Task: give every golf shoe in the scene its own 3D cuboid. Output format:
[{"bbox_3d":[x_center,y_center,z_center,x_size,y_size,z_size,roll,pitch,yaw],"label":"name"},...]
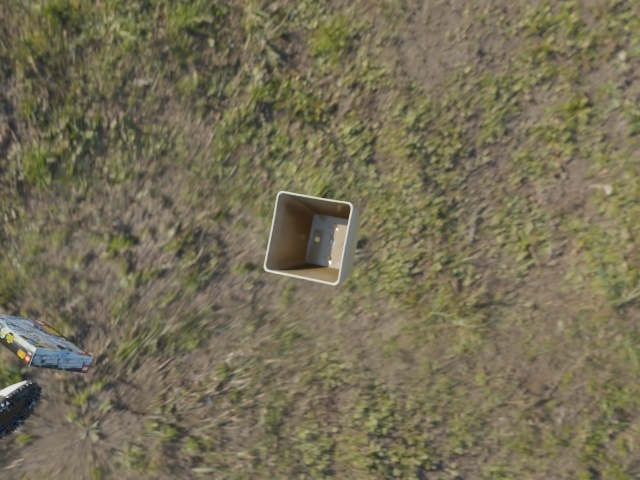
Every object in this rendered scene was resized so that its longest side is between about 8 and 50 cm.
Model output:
[{"bbox_3d":[-0.503,0.258,1.452,0.198,0.077,0.094,-39,55,-17],"label":"golf shoe"}]

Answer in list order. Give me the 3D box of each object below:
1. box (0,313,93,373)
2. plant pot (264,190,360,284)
[{"bbox_3d":[-0.383,0.138,1.346,0.094,0.137,0.027,17,95,-48],"label":"box"},{"bbox_3d":[0.000,0.000,1.351,0.109,0.096,0.109,10,89,22],"label":"plant pot"}]
